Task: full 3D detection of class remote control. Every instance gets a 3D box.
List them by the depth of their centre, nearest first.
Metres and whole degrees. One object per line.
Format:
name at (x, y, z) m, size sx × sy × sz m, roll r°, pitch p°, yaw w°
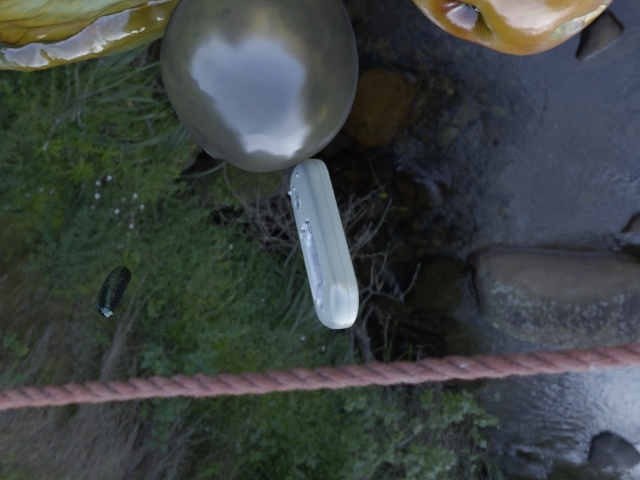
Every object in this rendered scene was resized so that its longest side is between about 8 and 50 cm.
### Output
remote control at (0.000, 0.000, 0.794) m, size 0.042 × 0.221 × 0.078 m, roll -4°, pitch 151°, yaw -19°

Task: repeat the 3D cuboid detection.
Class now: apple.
apple at (0.210, -0.316, 0.713) m, size 0.242 × 0.241 × 0.242 m, roll 38°, pitch 169°, yaw 9°

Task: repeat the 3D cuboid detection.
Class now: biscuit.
biscuit at (-0.260, -0.300, 0.799) m, size 0.329 × 0.335 × 0.078 m, roll -24°, pitch 133°, yaw -11°

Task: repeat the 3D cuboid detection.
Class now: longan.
longan at (-0.057, -0.169, 0.645) m, size 0.196 × 0.220 × 0.197 m, roll -8°, pitch 119°, yaw -15°

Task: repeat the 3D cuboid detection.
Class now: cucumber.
cucumber at (-0.303, 0.070, 0.980) m, size 0.033 × 0.184 × 0.036 m, roll -28°, pitch 107°, yaw 4°
